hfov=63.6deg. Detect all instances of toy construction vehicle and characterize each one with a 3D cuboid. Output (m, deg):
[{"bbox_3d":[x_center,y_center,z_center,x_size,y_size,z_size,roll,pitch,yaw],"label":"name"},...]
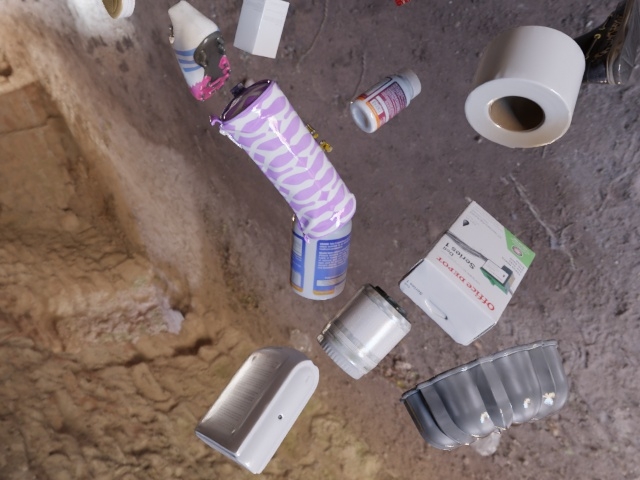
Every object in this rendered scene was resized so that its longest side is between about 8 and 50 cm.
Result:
[{"bbox_3d":[-0.017,-0.261,1.379,0.098,0.086,0.035,41,116,-8],"label":"toy construction vehicle"}]

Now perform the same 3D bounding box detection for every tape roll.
[{"bbox_3d":[0.491,-0.366,1.248,0.246,0.169,0.246,20,160,8],"label":"tape roll"}]

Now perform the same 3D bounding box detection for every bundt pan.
[{"bbox_3d":[0.328,0.313,1.005,0.331,0.331,0.124,110,146,-58],"label":"bundt pan"}]

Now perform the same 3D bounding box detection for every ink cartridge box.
[{"bbox_3d":[0.264,0.052,0.918,0.160,0.219,0.092,42,137,7],"label":"ink cartridge box"}]

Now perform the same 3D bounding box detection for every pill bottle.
[{"bbox_3d":[0.211,-0.456,1.663,0.121,0.221,0.121,48,166,16],"label":"pill bottle"},{"bbox_3d":[0.000,0.000,1.305,0.152,0.152,0.272,33,129,41],"label":"pill bottle"}]

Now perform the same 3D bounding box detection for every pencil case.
[{"bbox_3d":[-0.039,-0.094,0.625,0.206,0.088,0.086,51,180,-27],"label":"pencil case"}]

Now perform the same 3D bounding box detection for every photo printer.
[{"bbox_3d":[-0.154,0.407,1.317,0.256,0.307,0.107,-5,132,52],"label":"photo printer"}]

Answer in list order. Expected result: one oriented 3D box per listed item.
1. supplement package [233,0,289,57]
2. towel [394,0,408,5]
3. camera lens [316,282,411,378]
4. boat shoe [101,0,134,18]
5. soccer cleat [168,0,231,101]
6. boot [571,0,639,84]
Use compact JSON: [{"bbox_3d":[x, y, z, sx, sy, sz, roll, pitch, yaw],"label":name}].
[{"bbox_3d":[-0.192,-0.696,1.662,0.105,0.105,0.179,34,117,30],"label":"supplement package"},{"bbox_3d":[0.358,-0.837,1.574,0.275,0.199,0.031,0,159,44],"label":"towel"},{"bbox_3d":[0.150,0.299,1.739,0.219,0.274,0.219,44,180,0],"label":"camera lens"},{"bbox_3d":[-0.409,-0.590,1.079,0.098,0.096,0.277,-16,80,40],"label":"boat shoe"},{"bbox_3d":[-0.297,-0.457,1.252,0.143,0.116,0.331,48,167,-2],"label":"soccer cleat"},{"bbox_3d":[0.768,-0.568,1.516,0.284,0.377,0.138,0,141,41],"label":"boot"}]
